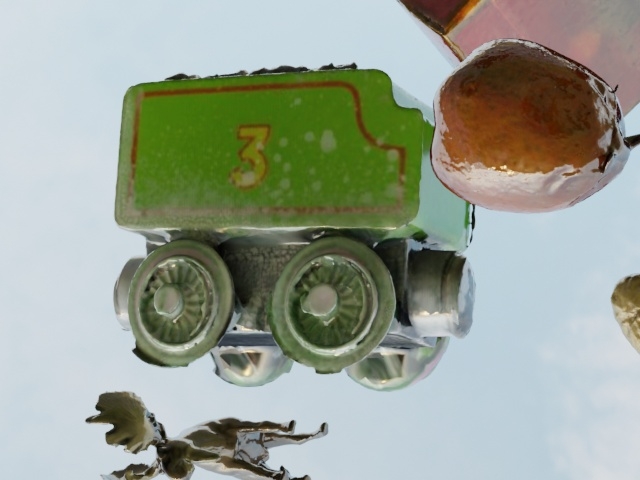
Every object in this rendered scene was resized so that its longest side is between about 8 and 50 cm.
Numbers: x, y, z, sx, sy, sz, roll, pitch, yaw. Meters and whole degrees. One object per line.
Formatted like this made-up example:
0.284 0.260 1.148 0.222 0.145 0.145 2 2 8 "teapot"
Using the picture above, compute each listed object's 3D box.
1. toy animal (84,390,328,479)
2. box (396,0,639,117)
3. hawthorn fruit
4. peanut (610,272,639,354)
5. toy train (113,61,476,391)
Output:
-0.108 0.203 1.283 0.186 0.214 0.094 4 -101 22 "toy animal"
0.225 -0.222 0.989 0.313 0.197 0.089 -45 -135 5 "box"
0.100 -0.050 0.615 0.093 0.081 0.081 16 -126 33 "hawthorn fruit"
0.237 0.067 0.888 0.113 0.054 0.054 45 -115 -3 "peanut"
-0.019 -0.010 1.066 0.307 0.173 0.249 0 -100 26 "toy train"
